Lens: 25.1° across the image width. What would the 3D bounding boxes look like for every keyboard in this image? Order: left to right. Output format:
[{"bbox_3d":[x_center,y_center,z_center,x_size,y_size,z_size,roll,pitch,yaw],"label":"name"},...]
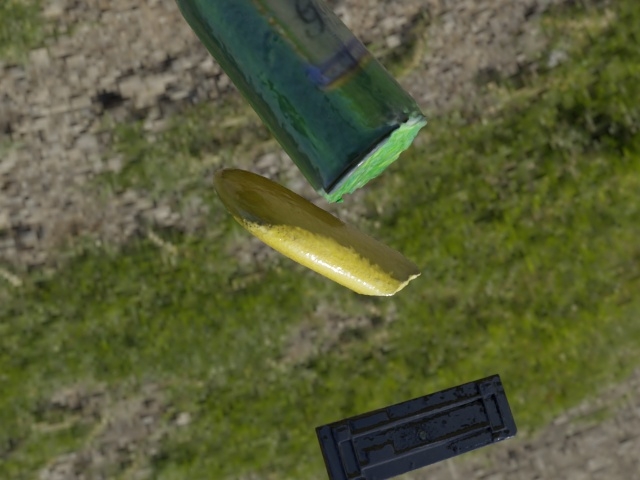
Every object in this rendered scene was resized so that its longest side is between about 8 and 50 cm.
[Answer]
[{"bbox_3d":[0.087,0.168,1.262,0.204,0.061,0.013,-12,172,-33],"label":"keyboard"}]

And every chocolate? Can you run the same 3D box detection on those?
[{"bbox_3d":[-0.047,-0.169,1.095,0.110,0.291,0.110,-39,174,-5],"label":"chocolate"}]

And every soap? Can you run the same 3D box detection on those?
[{"bbox_3d":[0.000,0.000,0.945,0.168,0.089,0.033,29,108,-30],"label":"soap"}]
